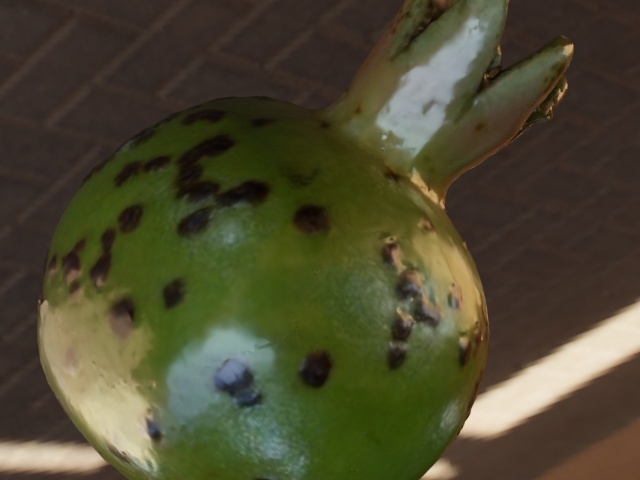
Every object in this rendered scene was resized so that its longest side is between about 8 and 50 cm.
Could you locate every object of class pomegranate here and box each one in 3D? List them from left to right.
[{"bbox_3d":[-0.012,0.001,0.767,0.231,0.285,0.231,26,165,7],"label":"pomegranate"}]
